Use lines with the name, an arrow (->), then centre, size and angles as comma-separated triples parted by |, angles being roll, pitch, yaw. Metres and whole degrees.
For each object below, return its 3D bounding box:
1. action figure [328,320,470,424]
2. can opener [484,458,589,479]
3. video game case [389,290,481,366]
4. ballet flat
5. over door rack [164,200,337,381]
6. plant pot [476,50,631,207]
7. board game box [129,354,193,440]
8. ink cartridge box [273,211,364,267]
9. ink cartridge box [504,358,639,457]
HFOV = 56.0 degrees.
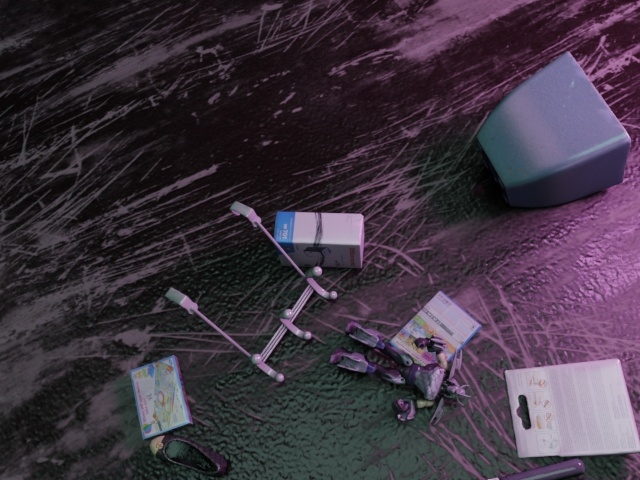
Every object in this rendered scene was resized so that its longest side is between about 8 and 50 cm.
action figure -> 0.170, 0.268, 1.239 | 0.285, 0.099, 0.185 | 20, 81, 19
can opener -> 0.372, 0.477, 1.132 | 0.284, 0.095, 0.075 | -15, 66, -1
video game case -> 0.249, 0.205, 1.309 | 0.166, 0.015, 0.119 | -43, 70, -13
ballet flat -> -0.272, 0.439, 1.238 | 0.173, 0.049, 0.057 | 13, 67, 11
over door rack -> -0.118, 0.118, 1.231 | 0.108, 0.324, 0.239 | 11, 61, 51
plant pot -> 0.501, -0.209, 1.353 | 0.252, 0.248, 0.247 | -29, 65, 13
board game box -> -0.345, 0.339, 1.303 | 0.104, 0.026, 0.154 | -19, 66, -3
ink cartridge box -> 0.000, 0.000, 1.356 | 0.191, 0.139, 0.082 | 3, 65, 7
ink cartridge box -> 0.503, 0.342, 1.215 | 0.225, 0.056, 0.180 | -12, 64, 21
